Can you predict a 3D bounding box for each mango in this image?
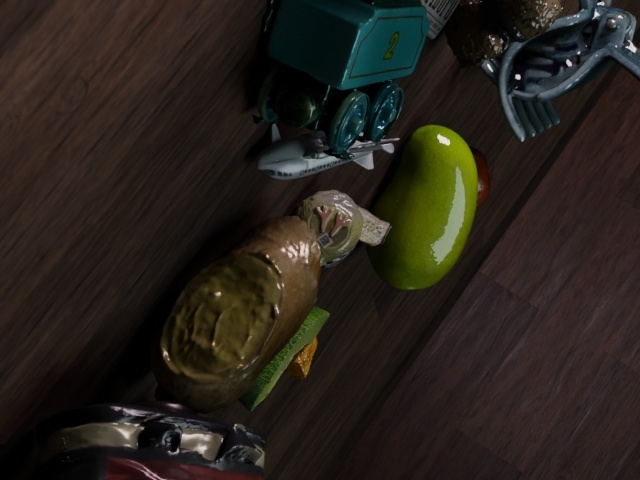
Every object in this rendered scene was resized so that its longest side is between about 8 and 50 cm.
[{"bbox_3d":[0.173,-0.051,1.495,0.143,0.175,0.293,-115,-145,-62],"label":"mango"}]

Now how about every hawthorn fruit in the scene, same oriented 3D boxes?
[{"bbox_3d":[0.237,-0.111,1.603,0.138,0.133,0.132,-10,134,-47],"label":"hawthorn fruit"}]

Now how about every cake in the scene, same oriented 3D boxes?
[{"bbox_3d":[0.049,-0.032,1.397,0.121,0.065,0.052,25,99,-51],"label":"cake"}]

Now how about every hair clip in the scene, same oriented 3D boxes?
[{"bbox_3d":[0.416,-0.314,1.476,0.238,0.392,0.318,-32,179,29],"label":"hair clip"}]

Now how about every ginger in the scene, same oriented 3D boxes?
[{"bbox_3d":[-0.094,0.094,1.060,0.275,0.130,0.221,-49,172,-4],"label":"ginger"}]

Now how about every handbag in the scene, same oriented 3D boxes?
[{"bbox_3d":[-0.165,0.255,0.910,0.181,0.181,0.254,-27,147,37],"label":"handbag"}]

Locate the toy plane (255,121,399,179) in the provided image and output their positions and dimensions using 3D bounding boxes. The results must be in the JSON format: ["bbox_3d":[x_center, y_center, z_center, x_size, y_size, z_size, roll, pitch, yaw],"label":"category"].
[{"bbox_3d":[0.000,-0.102,1.007,0.171,0.162,0.065,-4,93,-36],"label":"toy plane"}]

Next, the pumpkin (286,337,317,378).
[{"bbox_3d":[-0.039,0.186,1.521,0.083,0.054,0.074,74,35,-57],"label":"pumpkin"}]

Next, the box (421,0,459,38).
[{"bbox_3d":[0.134,-0.315,1.081,0.115,0.036,0.177,-61,163,11],"label":"box"}]

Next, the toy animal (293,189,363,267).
[{"bbox_3d":[0.000,0.000,1.190,0.098,0.098,0.137,55,57,-73],"label":"toy animal"}]

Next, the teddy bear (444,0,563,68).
[{"bbox_3d":[0.254,-0.321,1.188,0.182,0.129,0.251,-62,-175,-27],"label":"teddy bear"}]

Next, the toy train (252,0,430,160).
[{"bbox_3d":[0.024,-0.181,0.894,0.203,0.112,0.163,-32,145,-60],"label":"toy train"}]

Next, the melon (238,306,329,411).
[{"bbox_3d":[-0.060,0.166,1.408,0.209,0.064,0.118,-38,155,-52],"label":"melon"}]
